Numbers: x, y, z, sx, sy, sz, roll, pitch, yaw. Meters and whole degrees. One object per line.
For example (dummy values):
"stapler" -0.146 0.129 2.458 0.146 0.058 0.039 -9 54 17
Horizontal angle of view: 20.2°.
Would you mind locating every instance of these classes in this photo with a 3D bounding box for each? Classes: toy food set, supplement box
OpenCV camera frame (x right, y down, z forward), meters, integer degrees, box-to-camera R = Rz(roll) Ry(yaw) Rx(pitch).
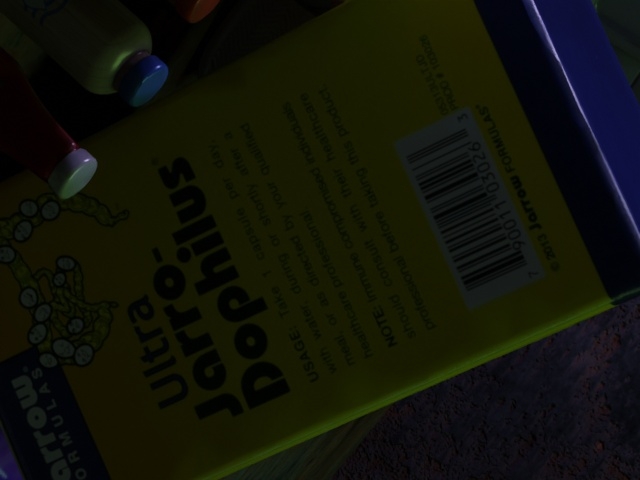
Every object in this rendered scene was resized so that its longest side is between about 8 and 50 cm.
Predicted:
"toy food set" -0.150 -0.057 0.773 0.232 0.104 0.111 -46 169 -11
"supplement box" 0.000 0.000 0.988 0.356 0.195 0.194 -26 176 18

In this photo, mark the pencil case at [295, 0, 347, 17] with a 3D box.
"pencil case" -0.003 -0.186 0.882 0.273 0.113 0.124 18 83 -77

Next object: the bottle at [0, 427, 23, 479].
"bottle" -0.189 0.095 1.178 0.283 0.092 0.118 -45 168 -16

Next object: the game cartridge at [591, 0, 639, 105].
"game cartridge" 0.211 -0.248 1.186 0.068 0.230 0.355 -61 180 -42

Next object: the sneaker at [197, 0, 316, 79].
"sneaker" 0.051 -0.193 1.117 0.292 0.108 0.169 -45 175 34
